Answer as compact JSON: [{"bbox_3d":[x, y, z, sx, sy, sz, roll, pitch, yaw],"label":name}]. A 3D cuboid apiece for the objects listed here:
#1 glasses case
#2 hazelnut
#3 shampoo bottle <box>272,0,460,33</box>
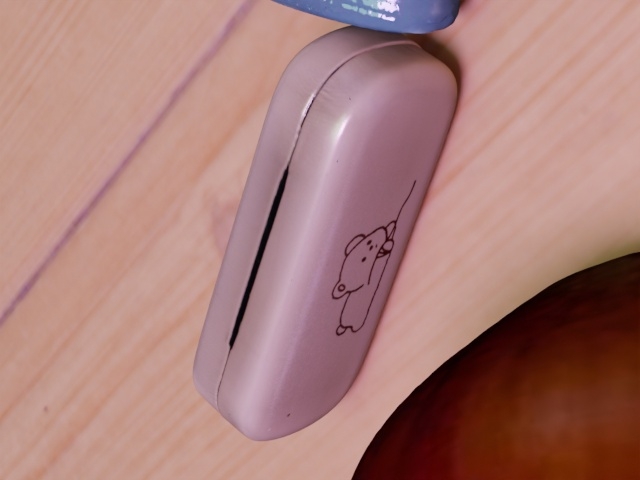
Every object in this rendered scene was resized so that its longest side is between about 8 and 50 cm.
[{"bbox_3d":[0.000,0.000,0.714,0.050,0.083,0.196,35,125,27],"label":"glasses case"},{"bbox_3d":[0.107,0.099,0.596,0.208,0.208,0.208,14,111,39],"label":"hazelnut"},{"bbox_3d":[0.024,-0.218,0.642,0.104,0.061,0.258,22,116,35],"label":"shampoo bottle"}]
